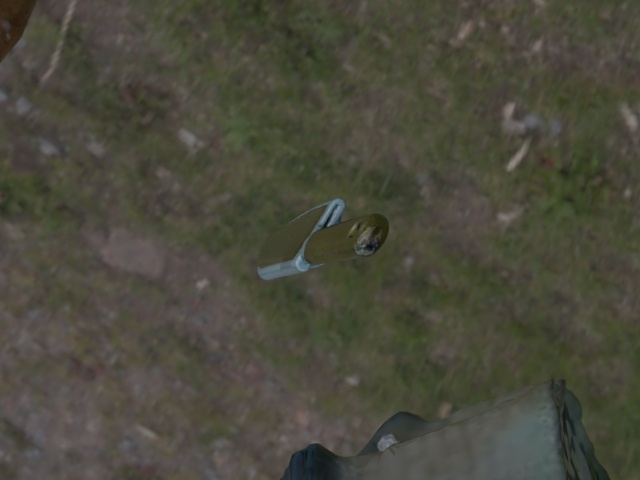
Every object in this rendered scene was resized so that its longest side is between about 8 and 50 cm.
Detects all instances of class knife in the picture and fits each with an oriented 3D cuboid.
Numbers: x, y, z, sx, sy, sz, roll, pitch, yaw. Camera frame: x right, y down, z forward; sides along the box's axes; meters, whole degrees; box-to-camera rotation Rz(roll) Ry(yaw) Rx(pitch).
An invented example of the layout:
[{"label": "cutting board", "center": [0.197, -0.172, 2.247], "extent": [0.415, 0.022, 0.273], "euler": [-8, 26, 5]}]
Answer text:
[{"label": "knife", "center": [0.001, -0.001, 1.118], "extent": [0.027, 0.061, 0.343], "euler": [34, 168, -10]}]

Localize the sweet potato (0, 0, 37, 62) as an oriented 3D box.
[{"label": "sweet potato", "center": [-0.294, -0.121, 1.126], "extent": [0.097, 0.252, 0.097], "euler": [42, 163, 16]}]

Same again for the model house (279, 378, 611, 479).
[{"label": "model house", "center": [0.033, 0.249, 0.741], "extent": [0.284, 0.298, 0.243], "euler": [-15, 130, 11]}]
